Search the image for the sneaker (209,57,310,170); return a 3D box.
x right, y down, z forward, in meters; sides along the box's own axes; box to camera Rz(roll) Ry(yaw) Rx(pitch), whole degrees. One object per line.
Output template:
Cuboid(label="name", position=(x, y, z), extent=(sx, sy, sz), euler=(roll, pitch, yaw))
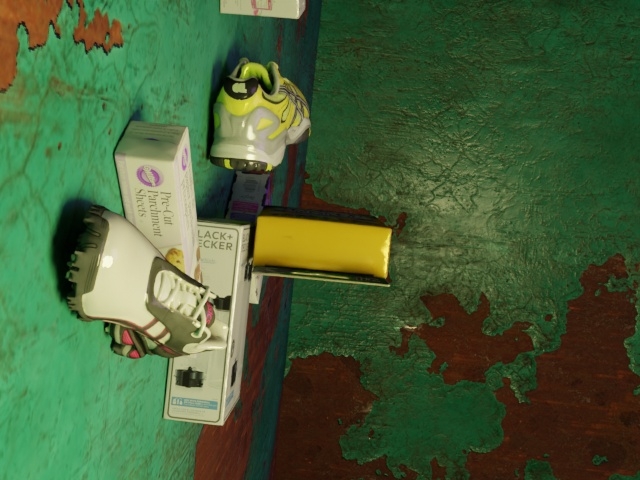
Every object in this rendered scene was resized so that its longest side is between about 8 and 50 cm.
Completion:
Cuboid(label="sneaker", position=(-0.088, -0.237, 1.322), extent=(0.384, 0.145, 0.147), euler=(-80, 176, -66))

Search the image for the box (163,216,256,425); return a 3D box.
Cuboid(label="box", position=(-0.161, 0.111, 1.173), extent=(0.169, 0.087, 0.290), euler=(-28, 124, -87))

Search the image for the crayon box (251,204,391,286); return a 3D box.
Cuboid(label="crayon box", position=(0.000, 0.000, 1.254), extent=(0.323, 0.203, 0.083), euler=(-106, -158, -83))

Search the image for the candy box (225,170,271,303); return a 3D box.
Cuboid(label="candy box", position=(-0.140, -0.005, 1.487), extent=(0.165, 0.070, 0.196), euler=(92, 4, -55))

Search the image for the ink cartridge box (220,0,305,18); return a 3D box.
Cuboid(label="ink cartridge box", position=(-0.087, -0.382, 1.211), extent=(0.088, 0.122, 0.052), euler=(-79, 174, -61))

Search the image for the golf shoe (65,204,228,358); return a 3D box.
Cuboid(label="golf shoe", position=(-0.162, 0.046, 0.760), extent=(0.273, 0.120, 0.105), euler=(85, 13, -68))

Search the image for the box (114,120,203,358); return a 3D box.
Cuboid(label="box", position=(-0.177, 0.013, 0.899), extent=(0.063, 0.067, 0.324), euler=(-81, 177, -46))
